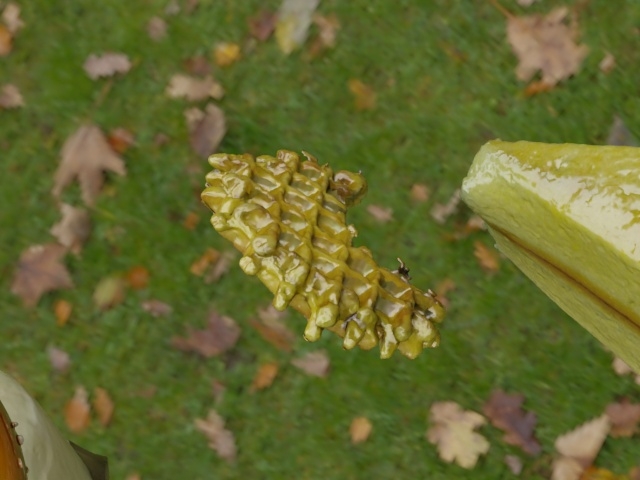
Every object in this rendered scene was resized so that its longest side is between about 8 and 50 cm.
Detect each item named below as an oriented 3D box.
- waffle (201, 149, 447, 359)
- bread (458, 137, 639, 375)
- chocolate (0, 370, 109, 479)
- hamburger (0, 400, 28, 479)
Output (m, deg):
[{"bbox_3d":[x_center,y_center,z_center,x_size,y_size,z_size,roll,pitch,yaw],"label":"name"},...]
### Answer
[{"bbox_3d":[0.000,0.000,1.856,0.069,0.259,0.293,-53,51,26],"label":"waffle"},{"bbox_3d":[0.324,-0.008,1.557,0.245,0.233,0.361,-41,57,-15],"label":"bread"},{"bbox_3d":[-0.420,0.297,2.081,0.326,0.297,0.314,-7,46,-2],"label":"chocolate"},{"bbox_3d":[-0.300,0.164,1.262,0.246,0.170,0.246,34,134,45],"label":"hamburger"}]
